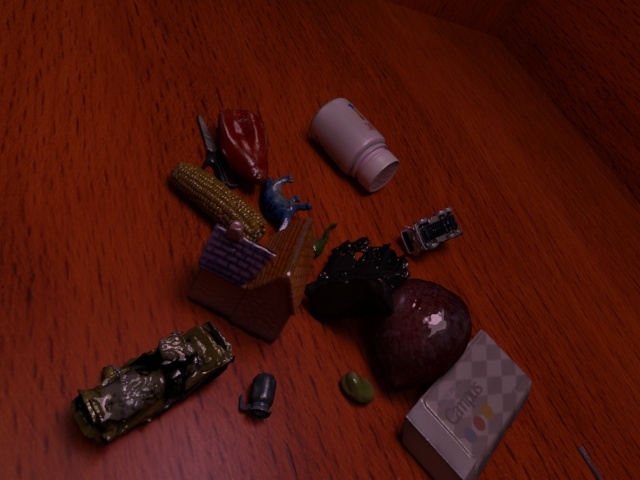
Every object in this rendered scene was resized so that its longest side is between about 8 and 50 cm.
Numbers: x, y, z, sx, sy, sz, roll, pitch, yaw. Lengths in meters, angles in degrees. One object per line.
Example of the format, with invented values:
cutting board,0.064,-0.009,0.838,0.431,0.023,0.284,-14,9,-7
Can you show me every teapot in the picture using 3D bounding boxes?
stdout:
teapot,-0.123,0.306,1.021,0.063,0.049,0.083,22,44,-13

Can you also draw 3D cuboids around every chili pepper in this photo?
chili pepper,-0.210,-0.254,1.420,0.144,0.136,0.253,54,13,-48

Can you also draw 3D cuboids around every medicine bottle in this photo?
medicine bottle,0.111,-0.304,1.641,0.170,0.170,0.293,-23,65,-43

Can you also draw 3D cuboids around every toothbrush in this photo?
toothbrush,0.710,0.611,1.282,0.014,0.017,0.195,1,49,-38

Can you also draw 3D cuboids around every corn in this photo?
corn,-0.258,-0.093,1.279,0.291,0.101,0.101,37,42,9

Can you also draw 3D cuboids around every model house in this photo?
model house,-0.130,0.048,1.116,0.236,0.237,0.202,30,44,-4

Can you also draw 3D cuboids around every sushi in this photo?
sushi,-0.299,0.236,0.921,0.290,0.131,0.139,-29,71,-36

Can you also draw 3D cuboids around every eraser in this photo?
eraser,0.355,0.396,1.212,0.213,0.082,0.396,47,43,15

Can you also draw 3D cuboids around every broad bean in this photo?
broad bean,0.085,0.328,1.138,0.083,0.045,0.063,38,31,-7

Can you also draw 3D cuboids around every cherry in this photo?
cherry,0.234,0.214,1.213,0.230,0.203,0.300,23,53,11

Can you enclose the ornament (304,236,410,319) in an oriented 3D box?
ornament,0.104,0.074,1.260,0.260,0.251,0.106,-50,126,-47

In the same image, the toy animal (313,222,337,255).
toy animal,-0.012,-0.011,1.387,0.075,0.041,0.217,47,38,-13

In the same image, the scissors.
scissors,-0.309,-0.260,1.452,0.109,0.022,0.300,0,51,-37

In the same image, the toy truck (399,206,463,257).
toy truck,0.340,-0.025,1.572,0.226,0.114,0.098,-21,85,-42

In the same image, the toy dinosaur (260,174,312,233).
toy dinosaur,-0.103,-0.100,1.388,0.144,0.076,0.329,-15,56,-3
